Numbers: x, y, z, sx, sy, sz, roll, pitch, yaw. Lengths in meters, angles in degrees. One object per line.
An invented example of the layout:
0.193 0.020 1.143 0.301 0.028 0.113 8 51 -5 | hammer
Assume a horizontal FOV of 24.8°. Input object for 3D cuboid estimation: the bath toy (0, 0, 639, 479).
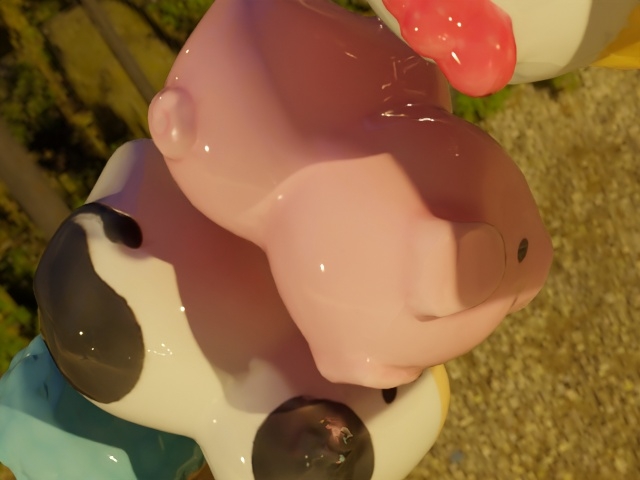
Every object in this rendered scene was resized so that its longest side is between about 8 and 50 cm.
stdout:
0.000 0.000 0.449 0.129 0.151 0.348 -83 18 -44 | bath toy
